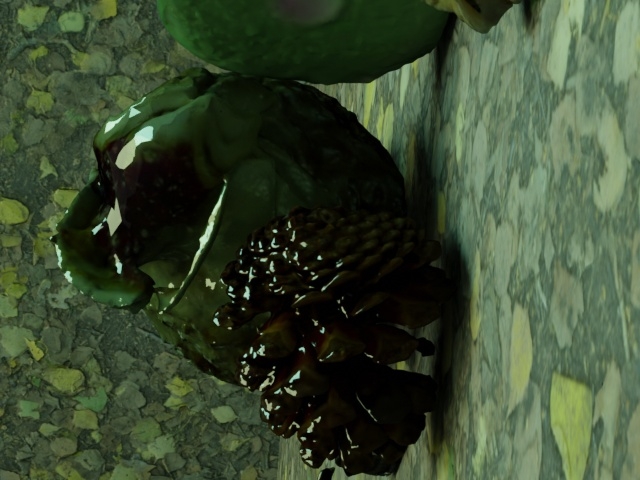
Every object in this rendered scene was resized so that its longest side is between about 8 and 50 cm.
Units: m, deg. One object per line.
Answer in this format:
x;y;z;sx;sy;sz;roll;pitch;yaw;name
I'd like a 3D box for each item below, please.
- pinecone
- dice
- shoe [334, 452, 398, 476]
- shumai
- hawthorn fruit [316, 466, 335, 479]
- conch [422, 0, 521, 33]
0.026;0.102;1.447;0.246;0.246;0.292;-95;-8;-63;pinecone
-0.011;-0.383;1.562;0.322;0.318;0.330;102;170;-57;dice
0.067;0.225;1.742;0.194;0.074;0.077;107;177;-62;shoe
-0.108;-0.052;1.617;0.348;0.395;0.395;46;-136;-67;shumai
-0.032;0.415;1.586;0.316;0.315;0.316;-177;90;-86;hawthorn fruit
0.083;-0.351;1.179;0.210;0.352;0.297;-42;-17;-12;conch
